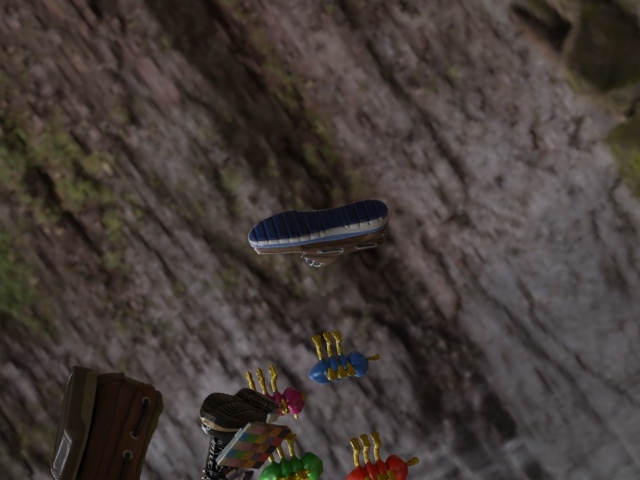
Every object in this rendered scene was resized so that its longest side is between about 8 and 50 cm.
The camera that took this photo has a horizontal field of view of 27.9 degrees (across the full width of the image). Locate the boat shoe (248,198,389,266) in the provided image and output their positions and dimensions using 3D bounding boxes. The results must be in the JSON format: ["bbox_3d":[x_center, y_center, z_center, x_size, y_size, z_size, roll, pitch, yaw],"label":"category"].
[{"bbox_3d":[0.000,0.000,1.657,0.066,0.183,0.066,-101,3,-54],"label":"boat shoe"}]

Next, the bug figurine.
[{"bbox_3d":[0.006,0.259,1.800,0.072,0.216,0.279,91,165,-46],"label":"bug figurine"}]

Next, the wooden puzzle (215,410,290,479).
[{"bbox_3d":[-0.058,0.175,1.095,0.049,0.083,0.006,18,-152,-45],"label":"wooden puzzle"}]

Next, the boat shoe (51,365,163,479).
[{"bbox_3d":[-0.205,0.258,1.217,0.110,0.105,0.307,122,156,-52],"label":"boat shoe"}]

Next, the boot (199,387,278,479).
[{"bbox_3d":[-0.122,0.268,1.641,0.077,0.137,0.198,29,-175,18],"label":"boot"}]
